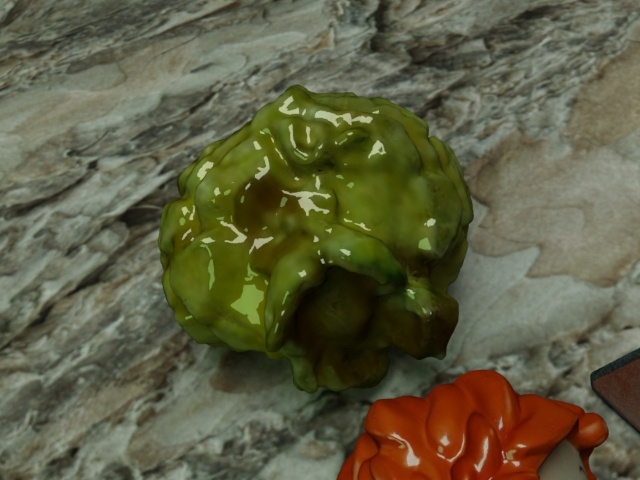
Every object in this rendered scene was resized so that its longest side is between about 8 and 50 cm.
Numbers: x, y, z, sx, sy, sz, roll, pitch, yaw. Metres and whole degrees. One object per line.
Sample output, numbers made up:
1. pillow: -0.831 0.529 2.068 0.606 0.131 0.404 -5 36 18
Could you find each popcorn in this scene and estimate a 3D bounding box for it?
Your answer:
1. popcorn: 0.000 0.000 1.159 0.270 0.224 0.257 18 73 14

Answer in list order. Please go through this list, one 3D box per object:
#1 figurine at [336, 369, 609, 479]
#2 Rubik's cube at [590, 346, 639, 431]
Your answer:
1. figurine: 0.166 0.282 0.906 0.412 0.241 0.306 34 83 22
2. Rubik's cube: 0.375 0.118 1.027 0.228 0.229 0.233 31 15 -9
